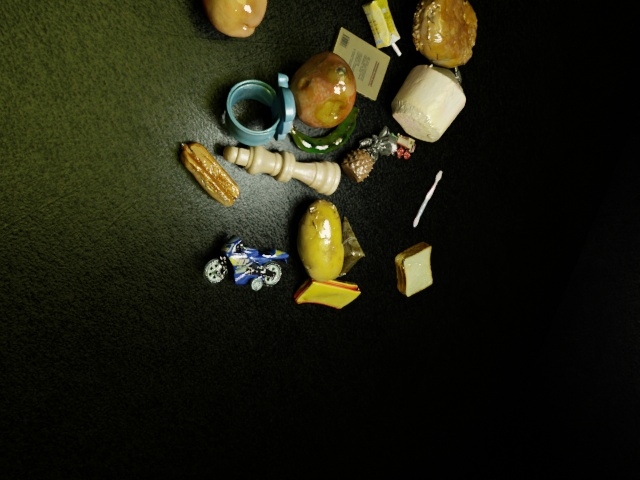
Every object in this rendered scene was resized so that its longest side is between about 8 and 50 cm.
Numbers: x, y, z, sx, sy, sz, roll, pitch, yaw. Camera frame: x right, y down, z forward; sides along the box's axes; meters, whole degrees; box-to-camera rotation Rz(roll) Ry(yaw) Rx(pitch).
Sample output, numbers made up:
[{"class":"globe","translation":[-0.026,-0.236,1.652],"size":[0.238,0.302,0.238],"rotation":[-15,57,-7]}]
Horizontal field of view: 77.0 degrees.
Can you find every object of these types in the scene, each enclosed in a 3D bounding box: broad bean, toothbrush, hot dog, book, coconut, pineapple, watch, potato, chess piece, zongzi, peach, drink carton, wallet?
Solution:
[{"class":"broad bean","translation":[0.019,-0.375,1.390],"size":[0.291,0.049,0.144],"rotation":[-17,113,-25]},{"class":"toothbrush","translation":[0.467,-0.181,1.761],"size":[0.021,0.027,0.269],"rotation":[25,94,-1]},{"class":"hot dog","translation":[-0.338,-0.203,1.221],"size":[0.092,0.062,0.236],"rotation":[-51,122,-25]},{"class":"book","translation":[0.129,-0.604,1.387],"size":[0.230,0.026,0.161],"rotation":[13,101,-35]},{"class":"coconut","translation":[0.398,-0.513,1.466],"size":[0.239,0.239,0.244],"rotation":[33,90,-36]},{"class":"pineapple","translation":[0.183,-0.321,1.480],"size":[0.237,0.111,0.119],"rotation":[-46,134,-12]},{"class":"watch","translation":[-0.185,-0.387,1.194],"size":[0.193,0.211,0.211],"rotation":[-8,113,-18]},{"class":"potato","translation":[0.000,0.000,1.456],"size":[0.172,0.140,0.301],"rotation":[-9,104,-16]},{"class":"chess piece","translation":[-0.123,-0.244,1.315],"size":[0.397,0.117,0.117],"rotation":[10,102,-33]},{"class":"zongzi","translation":[0.081,0.032,1.584],"size":[0.084,0.184,0.187],"rotation":[3,143,-32]},{"class":"peach","translation":[-0.225,-0.632,1.054],"size":[0.184,0.184,0.184],"rotation":[-12,114,-28]},{"class":"drink carton","translation":[0.215,-0.713,1.366],"size":[0.074,0.084,0.200],"rotation":[-39,120,-19]},{"class":"peach","translation":[0.009,-0.462,1.232],"size":[0.214,0.235,0.214],"rotation":[6,73,-22]},{"class":"wallet","translation":[0.023,0.204,1.589],"size":[0.241,0.067,0.141],"rotation":[16,131,-35]}]

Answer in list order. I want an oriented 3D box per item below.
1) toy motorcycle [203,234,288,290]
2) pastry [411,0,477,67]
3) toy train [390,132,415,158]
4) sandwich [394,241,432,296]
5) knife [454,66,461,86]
[{"class":"toy motorcycle","translation":[-0.243,0.072,1.360],"size":[0.315,0.113,0.169],"rotation":[9,94,-44]},{"class":"pastry","translation":[0.431,-0.759,1.436],"size":[0.310,0.161,0.255],"rotation":[10,92,-45]},{"class":"toy train","translation":[0.308,-0.373,1.575],"size":[0.137,0.050,0.087],"rotation":[14,95,-34]},{"class":"sandwich","translation":[0.430,0.134,1.835],"size":[0.186,0.065,0.215],"rotation":[-25,120,-22]},{"class":"knife","translation":[0.567,-0.652,1.650],"size":[0.045,0.021,0.222],"rotation":[-21,119,-22]}]
